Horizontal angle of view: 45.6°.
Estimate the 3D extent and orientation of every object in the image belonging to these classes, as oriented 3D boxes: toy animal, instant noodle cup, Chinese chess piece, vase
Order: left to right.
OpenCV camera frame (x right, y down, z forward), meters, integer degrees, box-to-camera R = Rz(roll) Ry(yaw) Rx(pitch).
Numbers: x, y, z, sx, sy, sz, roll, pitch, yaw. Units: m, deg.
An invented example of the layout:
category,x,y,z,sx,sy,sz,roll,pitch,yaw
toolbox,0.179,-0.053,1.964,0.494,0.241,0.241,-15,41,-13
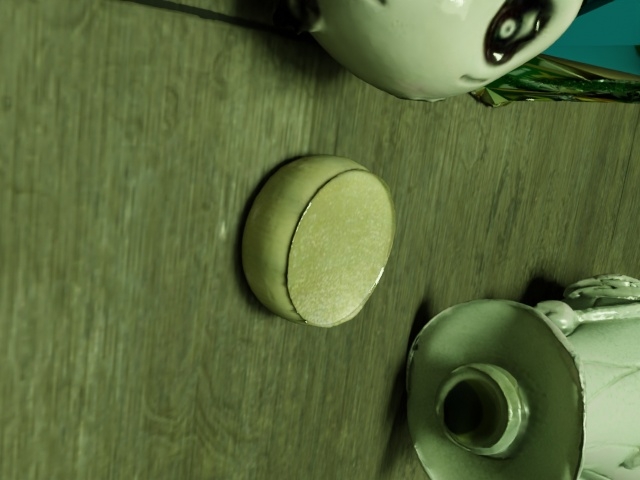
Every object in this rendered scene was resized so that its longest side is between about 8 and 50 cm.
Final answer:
category,x,y,z,sx,sy,sz,roll,pitch,yaw
Chinese chess piece,0.000,0.000,0.538,0.122,0.051,0.122,-23,123,-42
toy animal,0.080,-0.200,0.460,0.187,0.165,0.235,33,76,-28
vase,0.280,0.156,0.802,0.445,0.250,0.249,6,99,-46
instant noodle cup,0.242,-0.216,0.641,0.240,0.178,0.240,-21,119,-44
